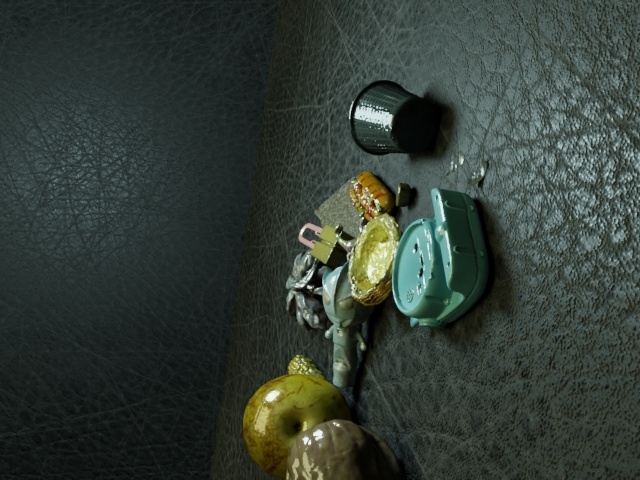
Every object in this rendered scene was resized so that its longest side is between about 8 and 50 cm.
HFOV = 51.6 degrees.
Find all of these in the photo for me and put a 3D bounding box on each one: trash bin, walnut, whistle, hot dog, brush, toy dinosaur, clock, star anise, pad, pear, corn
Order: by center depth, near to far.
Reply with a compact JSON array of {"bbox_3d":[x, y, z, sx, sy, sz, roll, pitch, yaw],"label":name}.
[{"bbox_3d":[0.214,0.056,1.275,0.274,0.094,0.224,120,155,-48],"label":"clock"},{"bbox_3d":[0.045,0.499,1.365,0.227,0.273,0.273,-36,37,21],"label":"walnut"},{"bbox_3d":[0.174,-0.269,1.489,0.161,0.175,0.176,31,111,61],"label":"trash bin"},{"bbox_3d":[0.069,0.195,1.637,0.134,0.142,0.346,-44,-42,-70],"label":"whistle"},{"bbox_3d":[-0.053,0.463,1.646,0.280,0.280,0.281,-171,90,-73],"label":"pear"},{"bbox_3d":[0.124,-0.109,1.697,0.250,0.076,0.104,-117,39,-60],"label":"hot dog"},{"bbox_3d":[0.094,0.046,1.729,0.251,0.072,0.200,-51,44,41],"label":"toy dinosaur"},{"bbox_3d":[0.000,0.000,1.898,0.103,0.047,0.233,-63,31,0],"label":"brush"},{"bbox_3d":[0.057,-0.059,1.907,0.158,0.003,0.235,-40,38,31],"label":"pad"},{"bbox_3d":[-0.032,0.402,1.928,0.288,0.086,0.087,-157,76,-71],"label":"corn"},{"bbox_3d":[-0.041,0.119,2.002,0.316,0.139,0.359,-57,31,35],"label":"star anise"}]

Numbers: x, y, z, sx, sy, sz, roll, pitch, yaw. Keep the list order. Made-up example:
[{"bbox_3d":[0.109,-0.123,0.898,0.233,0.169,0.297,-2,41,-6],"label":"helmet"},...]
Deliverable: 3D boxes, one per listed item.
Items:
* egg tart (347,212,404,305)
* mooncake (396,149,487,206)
[{"bbox_3d":[0.139,0.049,1.493,0.212,0.090,0.213,-36,45,47],"label":"egg tart"},{"bbox_3d":[0.229,-0.123,1.385,0.347,0.057,0.150,-147,55,-69],"label":"mooncake"}]
